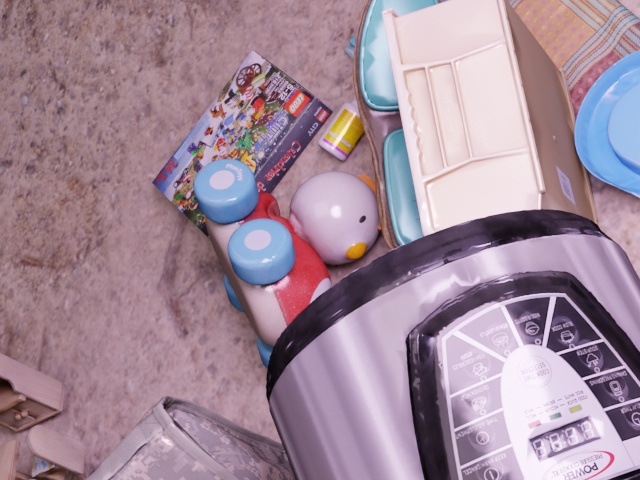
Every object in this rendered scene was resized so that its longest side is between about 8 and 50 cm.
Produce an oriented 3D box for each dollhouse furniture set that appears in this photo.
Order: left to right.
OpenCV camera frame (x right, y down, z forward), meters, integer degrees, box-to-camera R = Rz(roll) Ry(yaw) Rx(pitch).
[{"bbox_3d":[-0.438,0.279,1.689,0.212,0.161,0.242,-27,47,31],"label":"dollhouse furniture set"}]

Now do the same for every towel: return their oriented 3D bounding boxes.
[{"bbox_3d":[0.209,-0.234,1.561,0.271,0.040,0.370,-47,49,10],"label":"towel"}]

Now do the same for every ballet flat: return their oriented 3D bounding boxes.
[{"bbox_3d":[0.102,-0.137,1.505,0.116,0.124,0.342,-8,84,0],"label":"ballet flat"}]

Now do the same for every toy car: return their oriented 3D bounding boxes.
[{"bbox_3d":[0.000,0.000,1.533,0.238,0.219,0.210,-24,50,-9],"label":"toy car"}]

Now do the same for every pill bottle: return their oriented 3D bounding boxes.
[{"bbox_3d":[0.035,-0.145,1.645,0.043,0.043,0.083,36,92,42],"label":"pill bottle"}]

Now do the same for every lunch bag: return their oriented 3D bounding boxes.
[{"bbox_3d":[-0.157,0.311,1.402,0.235,0.287,0.169,-45,49,9],"label":"lunch bag"}]

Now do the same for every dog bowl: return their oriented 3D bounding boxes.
[{"bbox_3d":[0.399,-0.087,1.321,0.297,0.074,0.166,36,92,42],"label":"dog bowl"}]

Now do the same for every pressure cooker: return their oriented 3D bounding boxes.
[{"bbox_3d":[0.183,0.228,1.125,0.370,0.375,0.420,-41,59,34],"label":"pressure cooker"}]

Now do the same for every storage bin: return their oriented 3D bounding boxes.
[{"bbox_3d":[0.186,-0.090,1.329,0.123,0.262,0.260,-15,71,21],"label":"storage bin"}]

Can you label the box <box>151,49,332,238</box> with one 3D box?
[{"bbox_3d":[-0.108,-0.125,1.743,0.233,0.044,0.159,-53,48,4],"label":"box"}]
